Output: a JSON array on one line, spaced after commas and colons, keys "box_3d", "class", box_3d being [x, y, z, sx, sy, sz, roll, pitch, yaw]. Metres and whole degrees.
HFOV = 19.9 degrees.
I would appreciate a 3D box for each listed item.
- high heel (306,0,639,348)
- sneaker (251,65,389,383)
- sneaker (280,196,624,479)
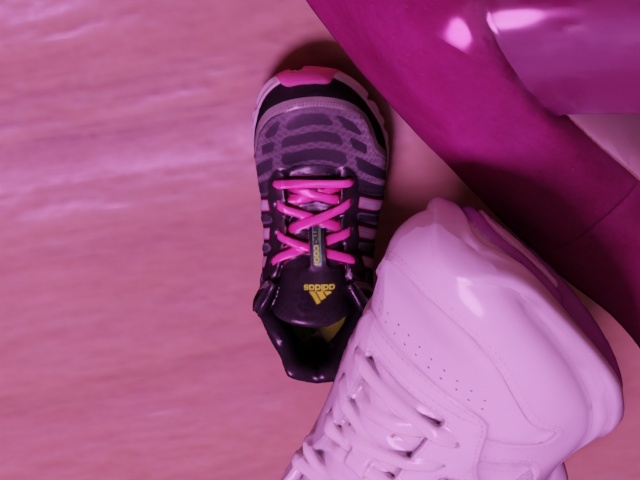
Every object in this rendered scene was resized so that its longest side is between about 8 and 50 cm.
[{"box_3d": [0.128, -0.020, 0.820, 0.181, 0.127, 0.377, 10, 145, 32], "class": "high heel"}, {"box_3d": [0.000, 0.000, 0.831, 0.063, 0.074, 0.170, 1, 133, 0], "class": "sneaker"}, {"box_3d": [0.049, 0.097, 0.824, 0.152, 0.114, 0.305, -38, 155, -18], "class": "sneaker"}]
